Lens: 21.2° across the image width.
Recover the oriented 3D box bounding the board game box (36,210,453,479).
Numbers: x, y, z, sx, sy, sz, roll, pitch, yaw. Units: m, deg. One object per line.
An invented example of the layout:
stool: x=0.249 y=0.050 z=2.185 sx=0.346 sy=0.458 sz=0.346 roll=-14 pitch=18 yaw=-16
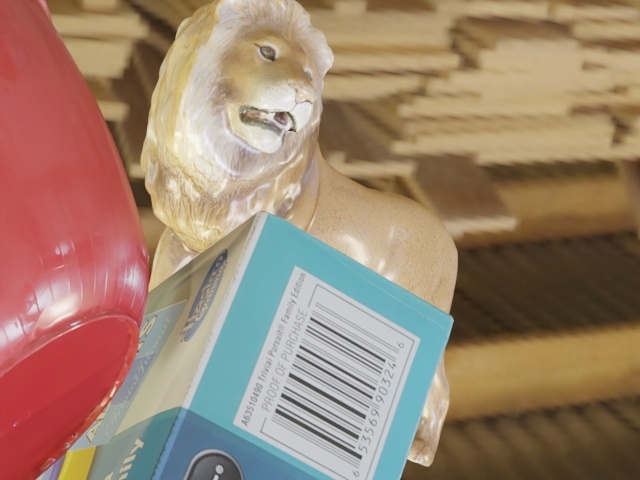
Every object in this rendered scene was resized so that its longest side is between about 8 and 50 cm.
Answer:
board game box: x=-0.105 y=0.160 z=0.614 sx=0.079 sy=0.336 sz=0.254 roll=31 pitch=-120 yaw=-17

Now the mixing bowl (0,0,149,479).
mixing bowl: x=-0.115 y=0.020 z=0.481 sx=0.098 sy=0.181 sz=0.181 roll=43 pitch=-144 yaw=17

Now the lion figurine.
lion figurine: x=0.000 y=0.000 z=1.194 sx=0.142 sy=0.240 sz=0.392 roll=15 pitch=169 yaw=34
